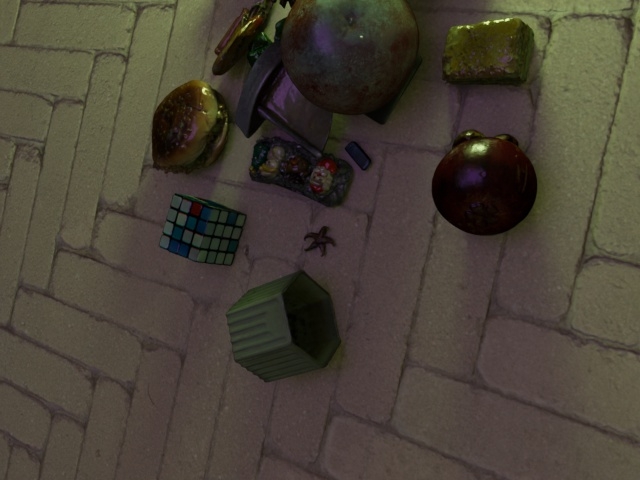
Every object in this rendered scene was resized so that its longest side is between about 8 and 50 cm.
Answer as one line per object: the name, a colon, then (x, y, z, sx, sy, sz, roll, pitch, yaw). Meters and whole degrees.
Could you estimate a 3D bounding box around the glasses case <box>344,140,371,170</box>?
glasses case: (0.096, -0.210, 1.743, 0.033, 0.023, 0.083, -44, 65, 15)

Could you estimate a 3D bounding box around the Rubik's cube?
Rubik's cube: (-0.319, -0.027, 1.911, 0.151, 0.154, 0.155, 21, 97, 32)

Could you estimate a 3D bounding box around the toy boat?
toy boat: (-0.073, -0.373, 1.802, 0.293, 0.111, 0.276, 18, 96, 25)

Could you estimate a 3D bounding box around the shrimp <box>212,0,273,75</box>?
shrimp: (-0.210, -0.570, 1.922, 0.063, 0.152, 0.287, 35, 100, -5)

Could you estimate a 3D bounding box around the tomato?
tomato: (0.066, -0.446, 1.610, 0.316, 0.282, 0.317, 0, 87, 4)

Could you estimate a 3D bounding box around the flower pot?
flower pot: (-0.088, 0.210, 1.704, 0.189, 0.209, 0.239, -22, 75, 30)

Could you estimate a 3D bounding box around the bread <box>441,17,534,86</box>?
bread: (0.360, -0.411, 1.550, 0.196, 0.102, 0.138, 10, 88, 35)

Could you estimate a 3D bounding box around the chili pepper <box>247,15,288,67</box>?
chili pepper: (-0.094, -0.532, 1.871, 0.253, 0.083, 0.099, -24, 72, 34)

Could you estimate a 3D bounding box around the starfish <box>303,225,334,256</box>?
starfish: (0.000, 0.000, 1.778, 0.091, 0.028, 0.078, 14, 98, 31)

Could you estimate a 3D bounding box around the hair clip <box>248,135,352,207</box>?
hair clip: (-0.072, -0.188, 1.808, 0.321, 0.091, 0.138, 20, 93, 32)

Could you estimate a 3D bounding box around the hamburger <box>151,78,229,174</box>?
hamburger: (-0.379, -0.319, 1.998, 0.243, 0.146, 0.286, 44, 110, 36)

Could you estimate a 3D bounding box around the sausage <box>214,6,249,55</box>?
sausage: (-0.249, -0.591, 2.002, 0.042, 0.036, 0.158, 42, 106, 17)

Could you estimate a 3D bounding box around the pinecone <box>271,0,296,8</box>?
pinecone: (-0.022, -0.695, 1.734, 0.309, 0.244, 0.244, -36, 60, -26)

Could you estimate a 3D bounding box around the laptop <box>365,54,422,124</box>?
laptop: (0.111, -0.428, 1.763, 0.269, 0.015, 0.188, 39, 105, 30)

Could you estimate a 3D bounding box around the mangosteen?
mangosteen: (0.347, -0.137, 1.484, 0.215, 0.215, 0.258, -15, 42, 31)
